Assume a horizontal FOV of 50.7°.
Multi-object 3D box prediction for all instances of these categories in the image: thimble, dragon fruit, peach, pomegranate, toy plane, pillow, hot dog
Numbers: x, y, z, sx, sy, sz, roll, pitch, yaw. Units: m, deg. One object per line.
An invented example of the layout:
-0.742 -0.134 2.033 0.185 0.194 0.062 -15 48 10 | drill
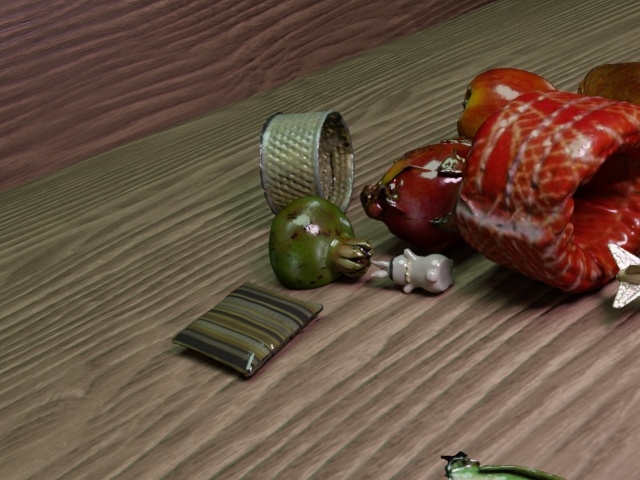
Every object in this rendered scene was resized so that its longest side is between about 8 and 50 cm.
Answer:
0.421 -0.085 1.157 0.350 0.350 0.230 -27 34 -24 | thimble
0.248 -0.092 1.373 0.315 0.250 0.250 -10 23 -26 | dragon fruit
0.473 -0.292 1.642 0.281 0.238 0.281 18 0 0 | peach
-0.014 0.003 1.388 0.190 0.159 0.241 -20 32 -10 | pomegranate
0.570 0.060 1.033 0.244 0.092 0.229 4 64 5 | toy plane
-0.135 0.157 1.262 0.208 0.052 0.212 13 40 39 | pillow
0.812 -0.353 1.663 0.267 0.174 0.387 -20 18 -16 | hot dog
-0.027 -0.183 1.634 0.150 0.270 0.271 -1 29 22 | thimble

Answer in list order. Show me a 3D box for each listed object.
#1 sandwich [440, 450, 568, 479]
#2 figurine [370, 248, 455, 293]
0.236 0.342 0.667 0.292 0.109 0.212 1 37 32 | sandwich
0.178 0.064 1.290 0.146 0.081 0.098 3 -12 40 | figurine
